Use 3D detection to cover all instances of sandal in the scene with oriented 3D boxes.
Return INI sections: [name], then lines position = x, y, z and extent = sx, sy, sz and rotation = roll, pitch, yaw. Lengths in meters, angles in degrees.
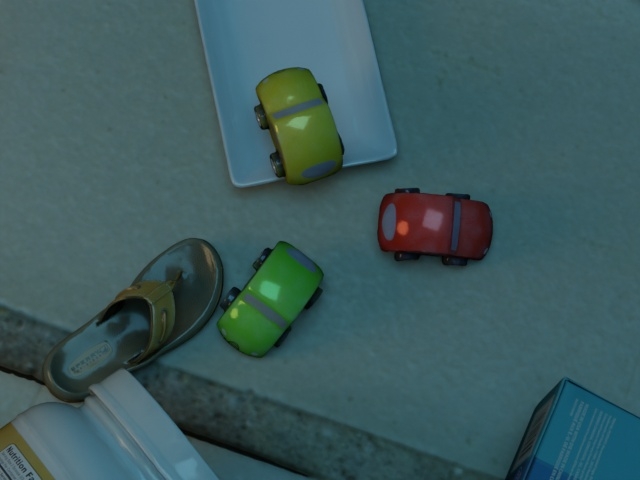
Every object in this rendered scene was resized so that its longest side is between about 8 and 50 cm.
[sandal]
position = -0.152, 0.066, 1.580
extent = 0.180, 0.049, 0.072
rotation = -38, 76, -11

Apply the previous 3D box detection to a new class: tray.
[tray]
position = -0.030, -0.179, 1.668
extent = 0.145, 0.030, 0.270
rotation = -11, 73, -3

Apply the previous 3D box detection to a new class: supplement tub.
[supplement tub]
position = -0.214, 0.264, 1.424
extent = 0.316, 0.228, 0.228
rotation = -37, 76, -11

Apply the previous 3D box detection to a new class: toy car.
[toy car]
position = 0.000, 0.000, 1.582
extent = 0.239, 0.053, 0.225
rotation = 37, 84, -3

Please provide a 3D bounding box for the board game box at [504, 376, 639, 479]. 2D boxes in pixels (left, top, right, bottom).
[board game box]
position = 0.276, 0.294, 1.444
extent = 0.336, 0.079, 0.253
rotation = 27, 63, -1
